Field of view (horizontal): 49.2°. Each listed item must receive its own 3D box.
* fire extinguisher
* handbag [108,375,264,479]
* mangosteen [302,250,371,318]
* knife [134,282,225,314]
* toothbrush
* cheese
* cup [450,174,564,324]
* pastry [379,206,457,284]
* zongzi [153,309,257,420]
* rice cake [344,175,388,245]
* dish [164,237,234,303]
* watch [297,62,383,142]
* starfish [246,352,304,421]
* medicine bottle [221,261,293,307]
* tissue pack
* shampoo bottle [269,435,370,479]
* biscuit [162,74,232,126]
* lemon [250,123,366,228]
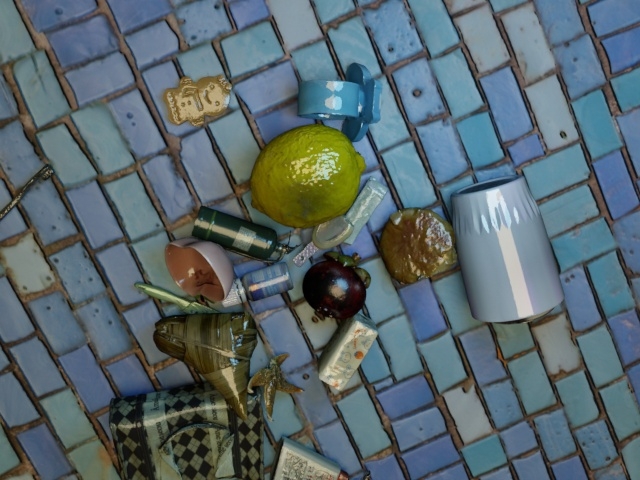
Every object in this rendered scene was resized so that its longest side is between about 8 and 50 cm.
[{"bbox_3d":[-0.199,-0.007,1.903,0.294,0.093,0.118,19,110,-8],"label":"fire extinguisher"},{"bbox_3d":[-0.358,0.570,1.955,0.415,0.180,0.317,-9,108,-9],"label":"handbag"},{"bbox_3d":[0.048,0.116,1.913,0.199,0.200,0.200,-1,100,-5],"label":"mangosteen"},{"bbox_3d":[-0.382,0.179,1.951,0.292,0.020,0.043,21,98,-10],"label":"knife"},{"bbox_3d":[-0.822,-0.093,1.860,0.297,0.030,0.030,-43,111,2],"label":"toothbrush"},{"bbox_3d":[0.000,0.000,1.896,0.192,0.037,0.097,-45,79,9],"label":"cheese"},{"bbox_3d":[0.495,0.025,1.894,0.253,0.253,0.372,-17,97,-2],"label":"cup"},{"bbox_3d":[0.263,0.022,1.913,0.218,0.100,0.229,34,105,17],"label":"pastry"},{"bbox_3d":[-0.313,0.339,1.883,0.285,0.134,0.289,-3,74,7],"label":"zongzi"},{"bbox_3d":[0.109,-0.076,1.930,0.069,0.063,0.207,31,96,-4],"label":"rice cake"},{"bbox_3d":[-0.311,0.066,1.868,0.213,0.213,0.090,52,51,-11],"label":"dish"},{"bbox_3d":[0.039,-0.364,1.812,0.193,0.211,0.211,0,100,-23],"label":"watch"},{"bbox_3d":[-0.131,0.404,1.918,0.050,0.247,0.138,-17,95,28],"label":"starfish"},{"bbox_3d":[-0.180,0.125,1.929,0.203,0.083,0.084,-16,101,-1],"label":"medicine bottle"},{"bbox_3d":[0.072,0.302,1.949,0.092,0.148,0.196,30,96,-7],"label":"tissue pack"},{"bbox_3d":[-0.001,0.683,2.048,0.284,0.071,0.153,17,95,-10],"label":"shampoo bottle"},{"bbox_3d":[-0.325,-0.371,1.860,0.183,0.027,0.134,-4,98,-5],"label":"biscuit"},{"bbox_3d":[-0.042,-0.163,1.796,0.321,0.268,0.268,-23,101,4],"label":"lemon"}]
